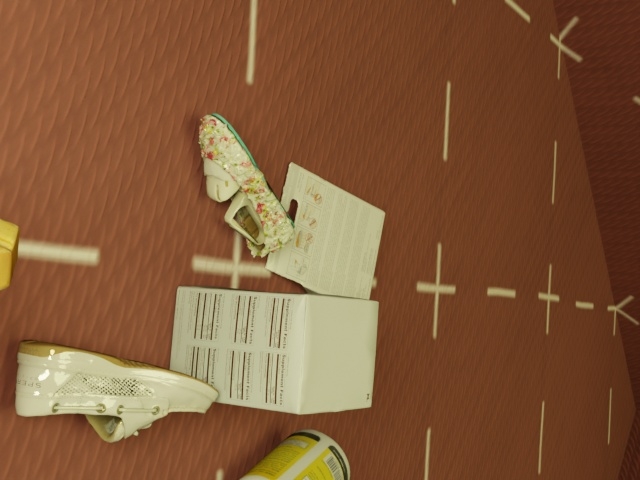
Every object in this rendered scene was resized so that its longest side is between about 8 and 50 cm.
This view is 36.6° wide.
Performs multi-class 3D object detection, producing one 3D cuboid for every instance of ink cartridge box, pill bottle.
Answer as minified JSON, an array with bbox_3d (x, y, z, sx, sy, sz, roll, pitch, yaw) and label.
[{"bbox_3d":[0.000,0.000,1.547,0.225,0.056,0.181,24,70,-37],"label":"ink cartridge box"},{"bbox_3d":[-0.056,0.368,1.386,0.208,0.119,0.119,-30,117,-54],"label":"pill bottle"}]

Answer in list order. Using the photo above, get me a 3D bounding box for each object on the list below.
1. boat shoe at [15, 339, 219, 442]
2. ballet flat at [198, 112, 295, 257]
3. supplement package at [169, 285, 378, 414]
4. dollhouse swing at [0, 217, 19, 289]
[{"bbox_3d":[-0.234,0.183,1.112,0.277,0.098,0.096,22,75,-46],"label":"boat shoe"},{"bbox_3d":[-0.108,-0.063,1.321,0.077,0.091,0.241,-47,130,-18],"label":"ballet flat"},{"bbox_3d":[-0.059,0.142,1.289,0.194,0.203,0.149,11,82,-59],"label":"supplement package"},{"bbox_3d":[-0.401,-0.108,0.620,0.347,0.305,0.315,-17,106,-56],"label":"dollhouse swing"}]
